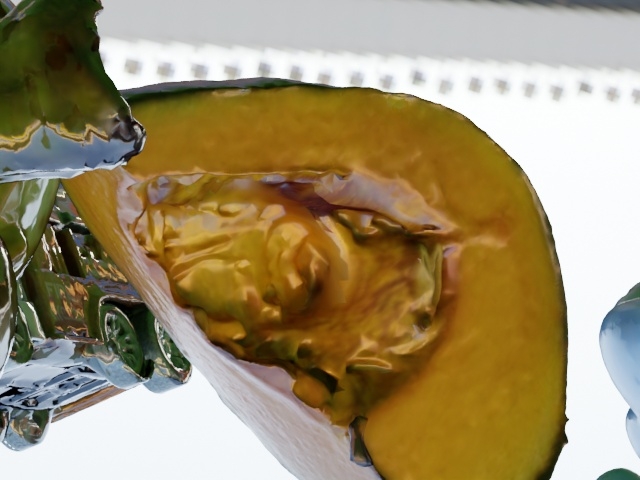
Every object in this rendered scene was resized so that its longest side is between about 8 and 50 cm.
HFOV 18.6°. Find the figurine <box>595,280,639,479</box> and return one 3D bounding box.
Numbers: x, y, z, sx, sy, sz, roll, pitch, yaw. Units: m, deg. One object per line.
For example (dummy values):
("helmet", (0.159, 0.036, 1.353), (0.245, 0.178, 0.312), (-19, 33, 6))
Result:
("figurine", (0.132, 0.079, 0.465), (0.153, 0.180, 0.262), (-23, -176, -17))

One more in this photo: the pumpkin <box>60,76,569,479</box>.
("pumpkin", (0.000, 0.000, 0.999), (0.169, 0.312, 0.148), (-46, -153, -19))

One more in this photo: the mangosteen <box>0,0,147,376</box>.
("mangosteen", (-0.238, 0.006, 0.619), (0.330, 0.330, 0.330), (13, -149, -8))

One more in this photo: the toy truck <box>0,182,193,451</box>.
("toy truck", (-0.210, 0.017, 1.137), (0.338, 0.133, 0.184), (18, -131, -68))
